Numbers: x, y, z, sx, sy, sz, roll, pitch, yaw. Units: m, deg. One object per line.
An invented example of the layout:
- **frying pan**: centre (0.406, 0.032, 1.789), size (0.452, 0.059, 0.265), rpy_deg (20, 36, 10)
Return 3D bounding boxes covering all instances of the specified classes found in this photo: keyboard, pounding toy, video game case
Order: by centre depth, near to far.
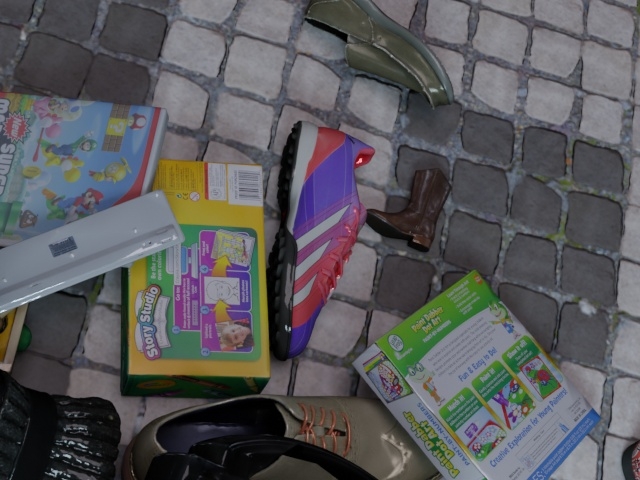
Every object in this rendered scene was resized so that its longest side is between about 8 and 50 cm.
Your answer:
- **keyboard**: centre (-0.281, 0.016, 1.365), size (0.256, 0.014, 0.072), rpy_deg (-22, 63, -15)
- **pounding toy**: centre (-0.370, 0.084, 1.373), size (0.141, 0.100, 0.130), rpy_deg (14, 65, -11)
- **video game case**: centre (-0.337, -0.079, 1.445), size (0.285, 0.025, 0.204), rpy_deg (7, 65, 7)

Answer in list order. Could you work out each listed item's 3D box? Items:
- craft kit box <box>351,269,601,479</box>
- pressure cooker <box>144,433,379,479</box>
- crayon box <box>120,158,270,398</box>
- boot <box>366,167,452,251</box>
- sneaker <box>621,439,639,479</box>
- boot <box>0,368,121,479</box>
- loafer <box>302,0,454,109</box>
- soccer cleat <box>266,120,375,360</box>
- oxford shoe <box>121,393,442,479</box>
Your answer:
- **craft kit box**: centre (0.191, 0.180, 1.468), size (0.247, 0.061, 0.250), rpy_deg (53, 39, 7)
- **pressure cooker**: centre (-0.050, 0.401, 1.173), size (0.375, 0.370, 0.420), rpy_deg (13, 65, 16)
- **crayon box**: centre (-0.151, 0.043, 1.464), size (0.165, 0.081, 0.278), rpy_deg (3, 67, -14)
- **boot**: centre (0.114, -0.055, 1.607), size (0.106, 0.037, 0.114), rpy_deg (28, 65, -18)
- **sneaker**: centre (0.467, 0.350, 1.475), size (0.090, 0.145, 0.270), rpy_deg (-19, 74, -22)
- **boot**: centre (-0.323, 0.149, 1.270), size (0.260, 0.131, 0.348), rpy_deg (12, 100, -23)
- **loafer**: centre (0.076, -0.255, 1.664), size (0.251, 0.094, 0.087), rpy_deg (43, 87, 15)
- **soccer cleat**: centre (0.000, 0.000, 1.514), size (0.116, 0.109, 0.318), rpy_deg (11, 62, -10)
- **oxford shoe**: centre (-0.015, 0.237, 1.383), size (0.397, 0.146, 0.141), rpy_deg (-5, 66, -19)
